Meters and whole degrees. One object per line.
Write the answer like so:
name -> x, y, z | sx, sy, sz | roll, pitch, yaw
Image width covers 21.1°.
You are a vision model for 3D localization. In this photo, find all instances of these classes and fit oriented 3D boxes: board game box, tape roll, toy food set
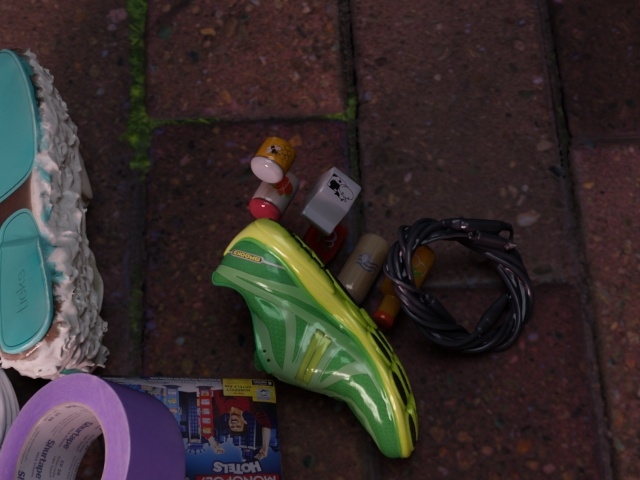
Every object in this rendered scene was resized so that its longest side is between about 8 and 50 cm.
board game box -> -0.140, 0.233, 1.759 | 0.194, 0.060, 0.194 | 3, 50, -9
tape roll -> -0.227, 0.230, 1.679 | 0.189, 0.080, 0.189 | -18, 61, 34
toy food set -> 0.000, 0.000, 1.880 | 0.232, 0.111, 0.104 | 38, 60, -14

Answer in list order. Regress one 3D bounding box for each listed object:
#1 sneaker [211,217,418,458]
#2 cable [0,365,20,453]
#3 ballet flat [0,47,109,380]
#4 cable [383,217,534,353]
sneaker -> -0.003, 0.115, 1.815 | 0.123, 0.109, 0.295 | -39, 82, 8
cable -> -0.437, 0.203, 1.776 | 0.257, 0.089, 0.257 | 8, 57, 6
ballet flat -> -0.309, -0.019, 1.900 | 0.147, 0.147, 0.408 | -8, 60, -5
cable -> 0.146, 0.048, 1.864 | 0.185, 0.047, 0.150 | 2, 81, -31
